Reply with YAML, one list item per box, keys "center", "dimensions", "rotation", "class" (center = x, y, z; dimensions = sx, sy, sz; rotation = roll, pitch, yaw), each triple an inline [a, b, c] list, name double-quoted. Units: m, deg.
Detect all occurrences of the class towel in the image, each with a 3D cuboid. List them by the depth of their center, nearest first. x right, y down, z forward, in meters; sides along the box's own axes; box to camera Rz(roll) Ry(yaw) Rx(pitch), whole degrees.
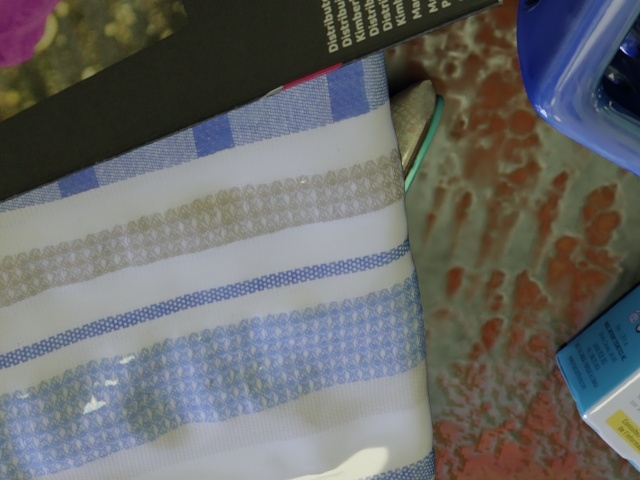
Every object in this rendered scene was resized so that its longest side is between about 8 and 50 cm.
- center: [-0.058, 0.035, 0.816]
  dimensions: [0.209, 0.034, 0.285]
  rotation: [-15, 131, -8]
  class: "towel"

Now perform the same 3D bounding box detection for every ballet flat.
- center: [0.000, 0.000, 0.871]
  dimensions: [0.052, 0.057, 0.168]
  rotation: [21, 112, -7]
  class: "ballet flat"

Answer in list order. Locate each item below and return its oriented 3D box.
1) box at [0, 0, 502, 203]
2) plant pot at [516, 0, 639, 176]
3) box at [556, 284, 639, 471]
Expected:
- center: [-0.103, -0.109, 0.636]
  dimensions: [0.270, 0.165, 0.143]
  rotation: [-23, 115, -22]
  class: "box"
- center: [0.210, -0.132, 0.744]
  dimensions: [0.236, 0.212, 0.236]
  rotation: [24, 110, -18]
  class: "plant pot"
- center: [0.234, 0.019, 0.908]
  dimensions: [0.244, 0.060, 0.100]
  rotation: [-41, 115, 12]
  class: "box"
